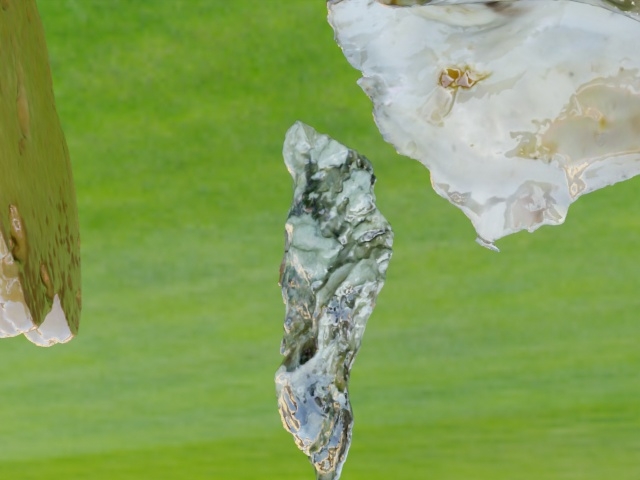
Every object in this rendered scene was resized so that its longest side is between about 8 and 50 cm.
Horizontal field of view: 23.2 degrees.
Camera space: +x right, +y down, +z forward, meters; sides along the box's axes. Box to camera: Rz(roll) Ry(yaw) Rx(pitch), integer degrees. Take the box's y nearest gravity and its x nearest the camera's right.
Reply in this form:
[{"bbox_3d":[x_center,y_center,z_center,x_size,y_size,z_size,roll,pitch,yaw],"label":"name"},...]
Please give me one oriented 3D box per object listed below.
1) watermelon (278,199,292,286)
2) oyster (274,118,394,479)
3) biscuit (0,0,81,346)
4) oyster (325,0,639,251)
[{"bbox_3d":[0.009,-0.002,1.542,0.094,0.180,0.081,5,154,7],"label":"watermelon"},{"bbox_3d":[0.008,0.058,1.248,0.087,0.199,0.252,2,123,-7],"label":"oyster"},{"bbox_3d":[-0.201,-0.081,0.930,0.051,0.269,0.376,-9,141,-1],"label":"biscuit"},{"bbox_3d":[0.127,-0.077,0.664,0.232,0.107,0.161,3,152,22],"label":"oyster"}]
